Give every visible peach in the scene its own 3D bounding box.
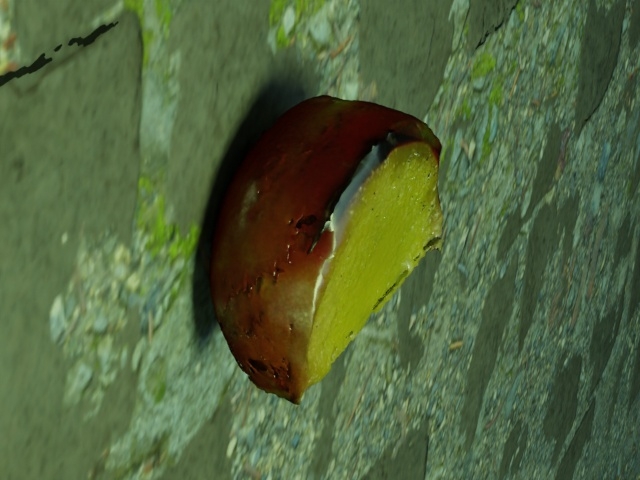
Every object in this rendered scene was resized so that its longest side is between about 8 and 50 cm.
[{"bbox_3d":[-0.005,-0.002,0.895,0.172,0.092,0.127,-59,152,-14],"label":"peach"}]
